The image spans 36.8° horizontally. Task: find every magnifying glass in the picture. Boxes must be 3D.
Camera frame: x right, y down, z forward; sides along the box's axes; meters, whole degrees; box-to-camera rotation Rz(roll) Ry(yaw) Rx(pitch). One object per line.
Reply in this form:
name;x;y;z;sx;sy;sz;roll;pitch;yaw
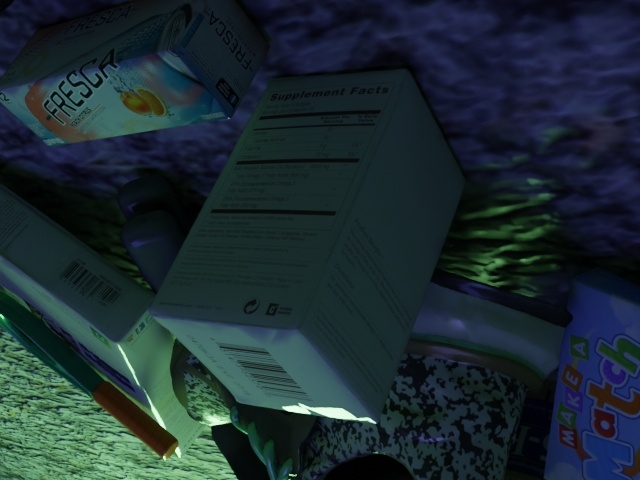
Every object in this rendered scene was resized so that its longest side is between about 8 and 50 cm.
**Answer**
magnifying glass;-0.228;0.128;0.912;0.231;0.026;0.092;35;157;13

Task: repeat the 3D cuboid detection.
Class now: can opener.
can opener;-0.084;0.045;0.850;0.095;0.076;0.283;-16;143;3

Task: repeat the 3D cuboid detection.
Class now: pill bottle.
pill bottle;0.169;0.208;0.789;0.112;0.186;0.112;18;151;10

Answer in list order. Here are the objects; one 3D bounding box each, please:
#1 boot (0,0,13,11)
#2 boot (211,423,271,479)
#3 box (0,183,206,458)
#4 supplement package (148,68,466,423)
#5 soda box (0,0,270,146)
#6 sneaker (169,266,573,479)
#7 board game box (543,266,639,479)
boot;-0.233;-0.204;0.526;0.137;0.076;0.198;-12;149;41
boot;0.011;0.272;0.824;0.367;0.146;0.445;48;-175;-39
box;-0.231;0.081;0.940;0.232;0.058;0.322;33;156;18
supplement package;0.000;0.000;0.570;0.105;0.179;0.105;2;144;35
soda box;-0.123;-0.107;0.604;0.183;0.063;0.058;-3;142;40
sneaker;-0.007;0.137;0.714;0.158;0.182;0.410;25;155;-28
board game box;0.242;0.126;0.595;0.211;0.039;0.160;25;122;45
